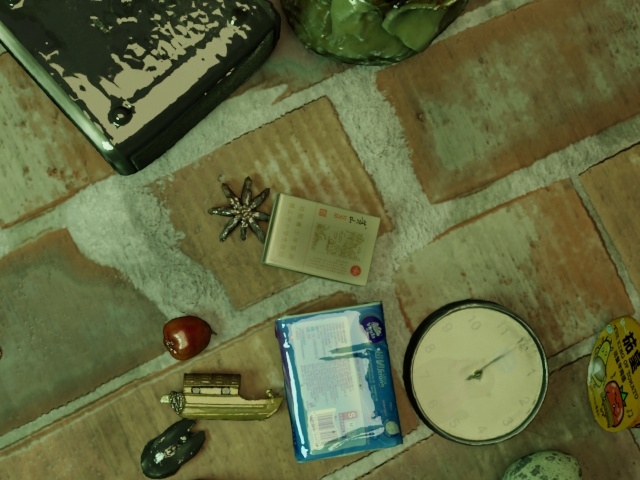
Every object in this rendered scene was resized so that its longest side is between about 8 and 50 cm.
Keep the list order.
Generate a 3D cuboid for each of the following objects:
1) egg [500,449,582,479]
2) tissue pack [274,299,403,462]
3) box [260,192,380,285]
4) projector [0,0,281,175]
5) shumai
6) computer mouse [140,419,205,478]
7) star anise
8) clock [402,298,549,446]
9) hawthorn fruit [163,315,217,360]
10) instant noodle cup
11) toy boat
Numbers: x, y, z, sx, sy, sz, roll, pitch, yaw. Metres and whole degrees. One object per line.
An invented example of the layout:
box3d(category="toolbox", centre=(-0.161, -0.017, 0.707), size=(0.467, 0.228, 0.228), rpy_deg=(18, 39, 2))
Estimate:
box3d(category="egg", centre=(0.409, 0.457, 1.830), size=(0.172, 0.132, 0.132), rpy_deg=(-32, 89, -17))
box3d(category="tissue pack", centre=(0.030, 0.255, 1.808), size=(0.198, 0.146, 0.263), rpy_deg=(-9, 86, -6))
box3d(category="box", centre=(0.000, 0.000, 1.852), size=(0.201, 0.058, 0.141), rpy_deg=(12, 85, -12))
box3d(category="projector", centre=(-0.333, -0.388, 1.779), size=(0.405, 0.242, 0.395), rpy_deg=(-42, 89, -7))
box3d(category="shumai", centre=(0.106, -0.515, 1.770), size=(0.395, 0.348, 0.395), rpy_deg=(0, 86, 1))
box3d(category="computer mouse", centre=(-0.275, 0.387, 1.829), size=(0.135, 0.047, 0.079), rpy_deg=(-39, 91, -8))
box3d(category="star anise", centre=(-0.144, -0.056, 1.870), size=(0.141, 0.042, 0.141), rpy_deg=(0, 85, -5))
box3d(category="clock", centre=(0.296, 0.250, 1.873), size=(0.281, 0.055, 0.280), rpy_deg=(0, 87, -4))
box3d(category="hawthorn fruit", centre=(-0.241, 0.176, 1.835), size=(0.093, 0.081, 0.081), rpy_deg=(-21, 88, -34))
box3d(category="instant noodle cup", centre=(0.619, 0.256, 1.828), size=(0.172, 0.216, 0.215), rpy_deg=(10, 86, -12))
box3d(category="toy boat", centre=(-0.180, 0.289, 1.831), size=(0.226, 0.068, 0.088), rpy_deg=(1, 80, -3))
